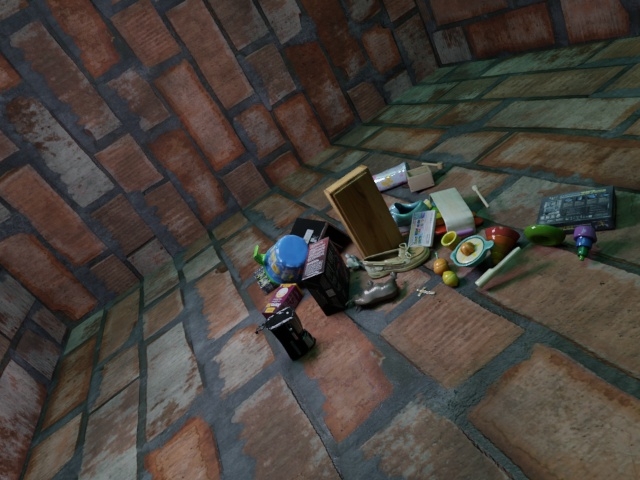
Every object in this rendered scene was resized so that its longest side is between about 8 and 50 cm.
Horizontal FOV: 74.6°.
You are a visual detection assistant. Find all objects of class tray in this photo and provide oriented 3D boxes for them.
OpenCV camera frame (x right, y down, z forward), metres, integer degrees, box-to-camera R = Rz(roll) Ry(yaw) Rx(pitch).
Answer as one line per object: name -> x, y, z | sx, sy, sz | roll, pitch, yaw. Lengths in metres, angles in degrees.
tray -> 0.203, -0.102, 1.858 | 0.202, 0.411, 0.076 | -35, 25, -6

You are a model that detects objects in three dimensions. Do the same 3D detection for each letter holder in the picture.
letter holder -> 0.000, 0.000, 2.218 | 0.301, 0.214, 0.152 | 12, 76, 57

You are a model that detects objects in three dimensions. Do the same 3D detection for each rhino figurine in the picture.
rhino figurine -> 0.206, 0.215, 1.693 | 0.243, 0.073, 0.106 | -25, 24, 18

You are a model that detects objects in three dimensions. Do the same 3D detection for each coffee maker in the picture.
coffee maker -> -0.135, 0.373, 1.670 | 0.171, 0.178, 0.120 | -19, 27, 21

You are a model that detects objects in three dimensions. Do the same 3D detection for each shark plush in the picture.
shark plush -> 0.171, 0.099, 1.959 | 0.067, 0.073, 0.161 | -10, 10, -27

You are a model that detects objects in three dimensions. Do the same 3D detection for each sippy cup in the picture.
sippy cup -> -0.151, 0.086, 2.036 | 0.305, 0.240, 0.224 | -24, -15, -21

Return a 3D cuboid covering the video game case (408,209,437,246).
video game case -> 0.442, -0.049, 1.822 | 0.143, 0.019, 0.158 | -4, 74, 63

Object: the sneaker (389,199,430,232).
sneaker -> 0.351, -0.116, 2.016 | 0.365, 0.150, 0.135 | -15, 29, 30

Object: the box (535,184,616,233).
box -> 0.903, -0.102, 1.485 | 0.232, 0.059, 0.183 | -9, 35, 41

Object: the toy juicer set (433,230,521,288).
toy juicer set -> 0.522, 0.072, 1.514 | 0.209, 0.089, 0.329 | -54, 24, -9

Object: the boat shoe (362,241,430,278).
boat shoe -> 0.320, 0.078, 1.782 | 0.285, 0.089, 0.105 | -23, 27, 18

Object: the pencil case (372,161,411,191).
pencil case -> 0.396, -0.359, 2.437 | 0.272, 0.114, 0.124 | -20, 18, 24

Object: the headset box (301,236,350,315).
headset box -> 0.033, 0.144, 1.840 | 0.110, 0.218, 0.293 | -22, 29, 20

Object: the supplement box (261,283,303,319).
supplement box -> -0.176, 0.295, 1.965 | 0.104, 0.081, 0.188 | -8, 35, 40

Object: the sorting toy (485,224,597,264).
sorting toy -> 0.729, 0.027, 1.433 | 0.365, 0.127, 0.126 | -1, 63, 50

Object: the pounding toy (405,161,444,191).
pounding toy -> 0.570, -0.351, 2.265 | 0.205, 0.094, 0.181 | -16, 24, 11

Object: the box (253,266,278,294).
box -> -0.225, 0.158, 2.285 | 0.270, 0.060, 0.216 | -36, 27, -7

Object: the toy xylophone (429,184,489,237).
toy xylophone -> 0.594, -0.137, 1.823 | 0.236, 0.081, 0.323 | -10, 36, 13

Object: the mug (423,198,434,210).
mug -> 0.504, -0.158, 2.020 | 0.064, 0.062, 0.078 | -40, -19, 3

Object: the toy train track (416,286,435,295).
toy train track -> 0.396, 0.191, 1.587 | 0.048, 0.014, 0.083 | -46, 29, -26
